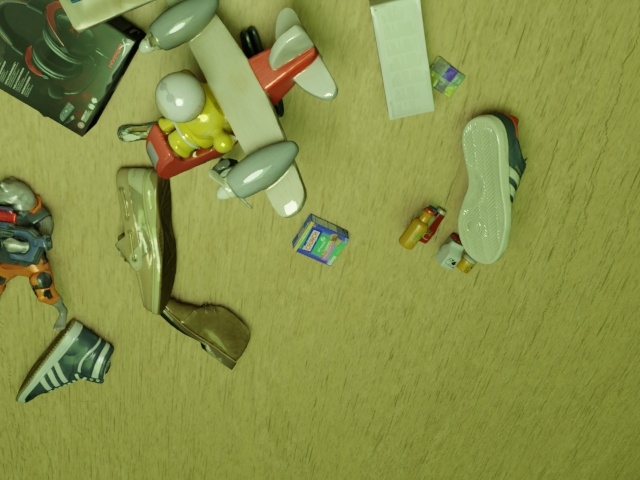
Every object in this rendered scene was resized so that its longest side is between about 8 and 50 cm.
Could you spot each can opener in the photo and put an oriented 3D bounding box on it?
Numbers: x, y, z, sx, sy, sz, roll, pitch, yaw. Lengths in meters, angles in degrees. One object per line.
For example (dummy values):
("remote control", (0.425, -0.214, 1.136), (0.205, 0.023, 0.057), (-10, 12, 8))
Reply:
("can opener", (-0.120, -0.339, 1.281), (0.073, 0.059, 0.186), (-4, 115, 26))

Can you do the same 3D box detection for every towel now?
("towel", (0.264, -0.349, 1.351), (0.083, 0.009, 0.060), (30, 112, -23))

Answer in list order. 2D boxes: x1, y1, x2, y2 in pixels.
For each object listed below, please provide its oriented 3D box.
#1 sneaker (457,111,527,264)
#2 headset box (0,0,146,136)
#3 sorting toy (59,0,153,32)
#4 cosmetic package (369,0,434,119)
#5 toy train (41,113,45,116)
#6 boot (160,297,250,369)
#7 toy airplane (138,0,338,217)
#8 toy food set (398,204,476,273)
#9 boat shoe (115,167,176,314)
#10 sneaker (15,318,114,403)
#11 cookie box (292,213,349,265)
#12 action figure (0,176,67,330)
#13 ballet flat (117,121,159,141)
("sneaker", (0.402, -0.119, 1.426), (0.148, 0.131, 0.349), (-26, 124, -40))
("headset box", (-0.508, -0.366, 1.155), (0.293, 0.110, 0.218), (32, 109, -17))
("sorting toy", (-0.350, -0.521, 1.037), (0.256, 0.089, 0.257), (-27, 104, -8))
("cosmetic package", (0.167, -0.375, 1.289), (0.099, 0.060, 0.239), (-11, 122, 5))
("toy train", (-0.510, -0.308, 1.261), (0.158, 0.027, 0.036), (-38, 109, 15))
("boot", (-0.306, 0.191, 1.573), (0.305, 0.112, 0.115), (41, 78, -22))
("toy airplane", (-0.168, -0.261, 1.139), (0.386, 0.272, 0.384), (20, 106, 29))
("toy food set", (0.292, -0.013, 1.503), (0.232, 0.111, 0.104), (23, 114, -28))
("boat shoe", (-0.394, 0.002, 1.413), (0.110, 0.121, 0.341), (3, 106, 3))
("sneaker", (-0.640, 0.338, 1.597), (0.153, 0.099, 0.282), (35, 108, -23))
("cookie box", (0.000, 0.000, 1.511), (0.107, 0.040, 0.091), (24, 116, -20))
("action figure", (-0.693, 0.014, 1.391), (0.342, 0.178, 0.330), (16, 114, 14))
("ballet flat", (-0.369, -0.224, 1.323), (0.114, 0.041, 0.041), (-6, 122, -4))
